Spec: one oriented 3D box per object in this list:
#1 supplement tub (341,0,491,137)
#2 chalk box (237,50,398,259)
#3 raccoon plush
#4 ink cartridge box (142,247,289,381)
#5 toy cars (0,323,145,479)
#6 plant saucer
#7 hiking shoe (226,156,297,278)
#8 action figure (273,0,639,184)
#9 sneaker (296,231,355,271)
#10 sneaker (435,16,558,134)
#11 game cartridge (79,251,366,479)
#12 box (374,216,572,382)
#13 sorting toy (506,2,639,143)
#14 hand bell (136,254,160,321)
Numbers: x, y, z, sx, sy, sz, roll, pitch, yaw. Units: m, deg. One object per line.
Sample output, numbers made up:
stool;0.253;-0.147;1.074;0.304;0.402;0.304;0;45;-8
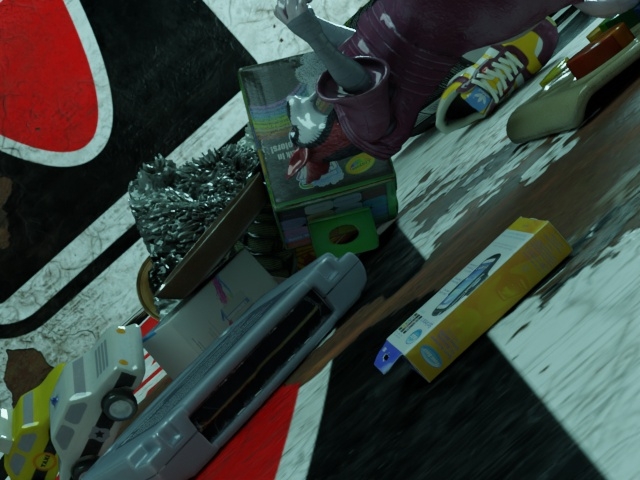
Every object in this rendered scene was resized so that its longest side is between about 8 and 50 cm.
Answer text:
supplement tub;0.135;-0.258;2.141;0.193;0.193;0.316;-45;7;-32
chalk box;0.005;-0.077;1.657;0.132;0.213;0.132;-14;-18;-1
raccoon plush;-0.055;-0.006;1.996;0.299;0.216;0.446;-28;36;4
ink cartridge box;-0.100;0.083;1.654;0.143;0.090;0.092;-46;7;-32
toy cars;-0.291;0.199;1.725;0.394;0.087;0.176;148;134;-61
plant saucer;-0.107;0.001;1.626;0.168;0.029;0.168;-50;5;6
hiking shoe;-0.067;-0.020;1.771;0.114;0.086;0.226;66;-149;-61
action figure;0.093;-0.193;1.512;0.370;0.276;0.248;-58;8;23
sneaker;0.000;0.000;1.854;0.175;0.064;0.067;-37;-14;-1
sneaker;0.205;-0.188;1.830;0.185;0.069;0.084;-45;11;41
game cartridge;-0.093;0.134;1.422;0.294;0.060;0.196;-45;10;-35
box;0.092;0.040;0.987;0.136;0.028;0.081;-44;6;-1
sorting toy;0.260;-0.181;1.457;0.229;0.041;0.307;-42;6;-8
hand bell;-0.216;0.077;2.594;0.126;0.126;0.242;-42;-7;2
